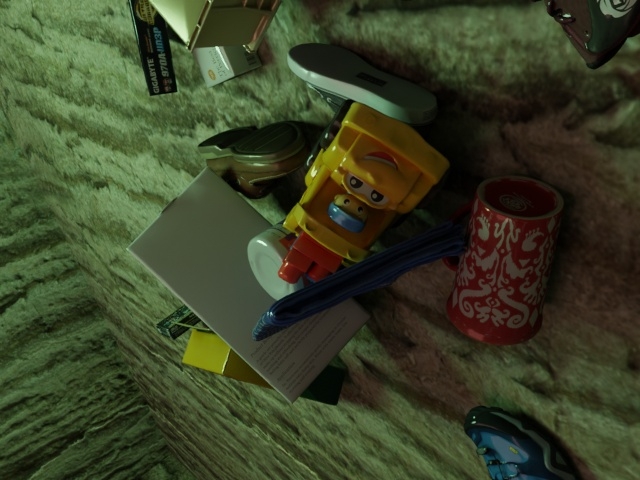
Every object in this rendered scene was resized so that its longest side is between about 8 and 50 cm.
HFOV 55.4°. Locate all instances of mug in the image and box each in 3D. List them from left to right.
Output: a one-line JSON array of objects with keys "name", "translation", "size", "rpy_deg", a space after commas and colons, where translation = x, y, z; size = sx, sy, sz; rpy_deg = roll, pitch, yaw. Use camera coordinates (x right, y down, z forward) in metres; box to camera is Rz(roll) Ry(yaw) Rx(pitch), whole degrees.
[{"name": "mug", "translation": [0.195, 0.015, 0.701], "size": [0.150, 0.113, 0.169], "rpy_deg": [20, 132, 25]}]

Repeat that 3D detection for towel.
[{"name": "towel", "translation": [0.031, 0.071, 0.792], "size": [0.040, 0.243, 0.336], "rpy_deg": [65, 167, 8]}]

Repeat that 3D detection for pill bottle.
[{"name": "pill bottle", "translation": [0.000, 0.000, 0.887], "size": [0.108, 0.193, 0.108], "rpy_deg": [35, 143, 32]}]

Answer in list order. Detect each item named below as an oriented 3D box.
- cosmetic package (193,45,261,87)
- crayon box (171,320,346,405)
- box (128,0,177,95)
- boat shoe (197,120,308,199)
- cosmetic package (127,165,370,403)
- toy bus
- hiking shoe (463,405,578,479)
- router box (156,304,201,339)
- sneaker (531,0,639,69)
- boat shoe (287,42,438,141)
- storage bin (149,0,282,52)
[{"name": "cosmetic package", "translation": [-0.183, -0.367, 0.948], "size": [0.099, 0.060, 0.239], "rpy_deg": [1, 118, 56]}, {"name": "crayon box", "translation": [-0.135, 0.246, 1.228], "size": [0.319, 0.081, 0.202], "rpy_deg": [24, 164, -30]}, {"name": "box", "translation": [-0.289, -0.373, 1.020], "size": [0.175, 0.051, 0.220], "rpy_deg": [92, 161, -45]}, {"name": "boat shoe", "translation": [-0.099, -0.128, 1.013], "size": [0.307, 0.111, 0.104], "rpy_deg": [20, 137, 59]}, {"name": "cosmetic package", "translation": [-0.116, 0.077, 1.030], "size": [0.365, 0.197, 0.155], "rpy_deg": [43, 171, 6]}, {"name": "toy bus", "translation": [0.027, -0.035, 0.729], "size": [0.149, 0.211, 0.220], "rpy_deg": [34, 169, -4]}, {"name": "hiking shoe", "translation": [0.301, 0.375, 0.857], "size": [0.304, 0.132, 0.113], "rpy_deg": [51, 149, 12]}, {"name": "router box", "translation": [-0.388, 0.223, 1.710], "size": [0.092, 0.122, 0.038], "rpy_deg": [3, 124, 55]}, {"name": "sneaker", "translation": [0.181, -0.216, 0.527], "size": [0.281, 0.106, 0.162], "rpy_deg": [-1, 119, 55]}, {"name": "boat shoe", "translation": [0.047, -0.183, 0.779], "size": [0.229, 0.080, 0.076], "rpy_deg": [30, 140, 26]}, {"name": "storage bin", "translation": [-0.146, -0.414, 0.741], "size": [0.262, 0.123, 0.260], "rpy_deg": [50, 131, 13]}]
